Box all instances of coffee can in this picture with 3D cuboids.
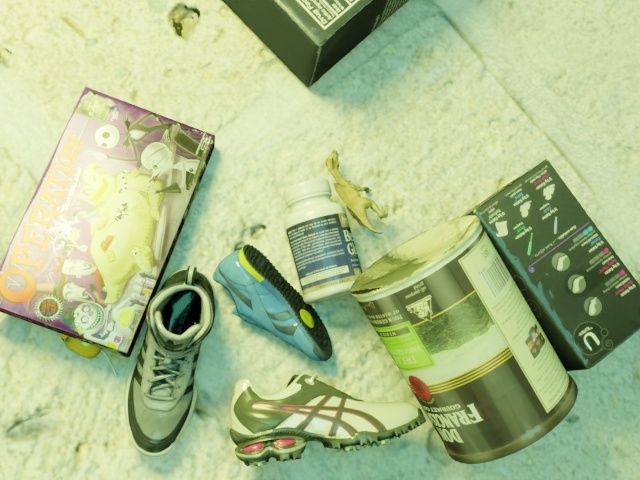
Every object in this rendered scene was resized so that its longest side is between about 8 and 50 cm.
[{"bbox_3d":[0.195,0.133,1.233,0.201,0.201,0.275,-33,98,-12],"label":"coffee can"}]

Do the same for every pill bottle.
[{"bbox_3d":[0.000,0.000,1.311,0.094,0.094,0.169,-14,83,-10],"label":"pill bottle"}]

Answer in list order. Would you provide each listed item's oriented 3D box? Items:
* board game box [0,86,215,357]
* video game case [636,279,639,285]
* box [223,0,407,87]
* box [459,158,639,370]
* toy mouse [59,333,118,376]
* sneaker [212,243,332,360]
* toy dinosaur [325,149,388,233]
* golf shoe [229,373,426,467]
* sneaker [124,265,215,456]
[{"bbox_3d":[-0.305,-0.031,1.280,0.208,0.056,0.346,19,71,0],"label":"board game box"},{"bbox_3d":[0.539,0.141,1.313,0.023,0.183,0.201,-23,84,-12],"label":"video game case"},{"bbox_3d":[-0.009,-0.446,1.342,0.294,0.183,0.296,-42,86,-13],"label":"box"},{"bbox_3d":[0.327,0.044,1.311,0.143,0.165,0.270,-35,86,-13],"label":"box"},{"bbox_3d":[-0.322,0.092,1.283,0.161,0.031,0.143,30,78,-2],"label":"toy mouse"},{"bbox_3d":[-0.070,0.103,1.307,0.082,0.069,0.209,-40,97,20],"label":"sneaker"},{"bbox_3d":[0.054,-0.050,1.322,0.053,0.093,0.183,-42,53,18],"label":"toy dinosaur"},{"bbox_3d":[0.011,0.235,1.235,0.273,0.105,0.120,-5,76,-14],"label":"golf shoe"},{"bbox_3d":[-0.208,0.161,1.225,0.101,0.153,0.268,13,79,-5],"label":"sneaker"}]
